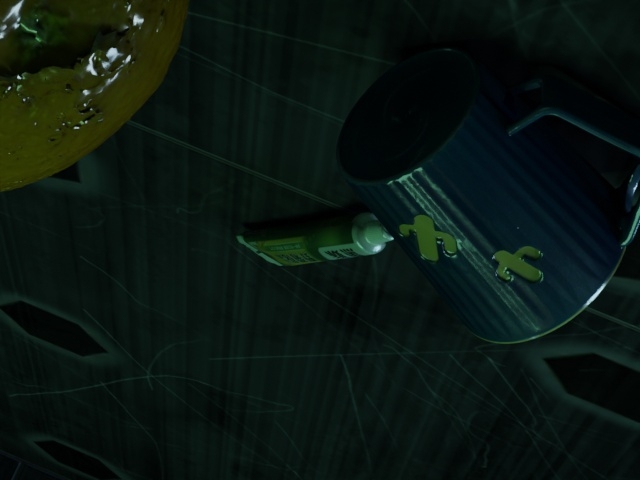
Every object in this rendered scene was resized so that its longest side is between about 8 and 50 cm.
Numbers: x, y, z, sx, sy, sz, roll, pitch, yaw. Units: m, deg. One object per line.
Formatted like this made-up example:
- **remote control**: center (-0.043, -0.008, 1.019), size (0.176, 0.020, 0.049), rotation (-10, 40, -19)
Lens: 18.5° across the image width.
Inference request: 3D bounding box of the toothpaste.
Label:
- **toothpaste**: center (0.000, 0.000, 1.530), size (0.049, 0.031, 0.204), rotation (34, 160, -24)

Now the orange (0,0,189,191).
- **orange**: center (-0.197, -0.151, 1.051), size (0.274, 0.274, 0.274), rotation (21, 159, 8)

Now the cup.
- **cup**: center (0.113, -0.040, 1.209), size (0.176, 0.131, 0.155), rotation (-28, 127, 27)
